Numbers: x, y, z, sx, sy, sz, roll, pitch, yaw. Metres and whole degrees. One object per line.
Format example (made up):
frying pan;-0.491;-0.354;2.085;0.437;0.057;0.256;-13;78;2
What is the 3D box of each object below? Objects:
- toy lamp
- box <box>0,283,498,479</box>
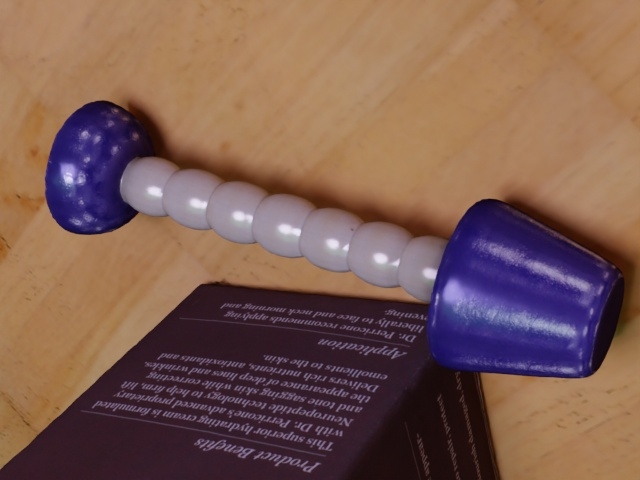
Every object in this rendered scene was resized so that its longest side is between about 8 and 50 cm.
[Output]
toy lamp;0.000;0.000;0.532;0.275;0.080;0.080;15;127;26
box;-0.028;0.145;0.563;0.168;0.203;0.167;5;122;32
